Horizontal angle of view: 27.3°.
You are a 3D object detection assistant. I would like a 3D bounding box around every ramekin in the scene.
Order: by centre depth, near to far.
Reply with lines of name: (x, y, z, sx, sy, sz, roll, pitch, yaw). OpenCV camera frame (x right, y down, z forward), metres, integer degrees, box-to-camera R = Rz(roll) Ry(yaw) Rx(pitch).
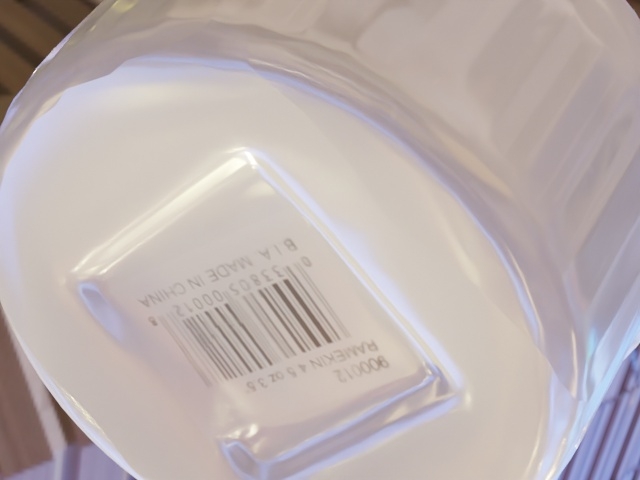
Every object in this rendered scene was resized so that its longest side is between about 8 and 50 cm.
ramekin: (0.000, 0.000, 0.537, 0.277, 0.277, 0.135, 20, -141, 14)
